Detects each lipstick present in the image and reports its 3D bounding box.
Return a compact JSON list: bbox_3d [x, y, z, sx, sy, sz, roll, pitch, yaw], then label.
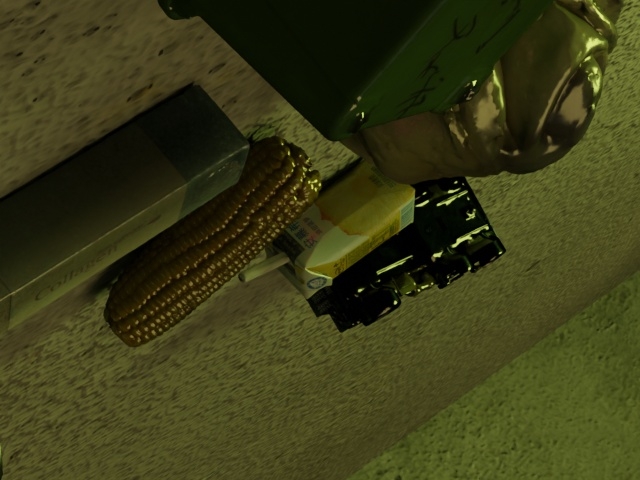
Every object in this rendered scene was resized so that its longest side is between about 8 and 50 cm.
[{"bbox_3d":[-0.195,-0.002,1.382,0.317,0.068,0.066,-34,165,-26],"label":"lipstick"}]

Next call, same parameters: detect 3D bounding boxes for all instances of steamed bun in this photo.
[{"bbox_3d":[0.144,-0.156,1.539,0.280,0.207,0.268,-33,164,-37],"label":"steamed bun"}]

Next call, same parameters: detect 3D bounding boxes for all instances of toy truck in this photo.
[{"bbox_3d":[0.074,0.015,2.072,0.257,0.127,0.127,-25,174,-47],"label":"toy truck"}]

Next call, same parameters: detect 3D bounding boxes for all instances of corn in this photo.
[{"bbox_3d":[-0.098,0.001,1.646,0.231,0.080,0.080,-41,167,8],"label":"corn"}]

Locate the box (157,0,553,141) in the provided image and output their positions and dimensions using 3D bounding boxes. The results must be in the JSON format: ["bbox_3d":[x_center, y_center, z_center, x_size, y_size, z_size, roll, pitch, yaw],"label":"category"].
[{"bbox_3d":[0.082,-0.221,1.222,0.329,0.178,0.252,-50,163,31],"label":"box"}]

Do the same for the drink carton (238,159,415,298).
[{"bbox_3d":[0.000,0.000,1.894,0.200,0.084,0.074,-35,155,-20],"label":"drink carton"}]

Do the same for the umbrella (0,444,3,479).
[{"bbox_3d":[-0.346,0.191,1.592,0.071,0.080,0.224,-9,172,18],"label":"umbrella"}]
